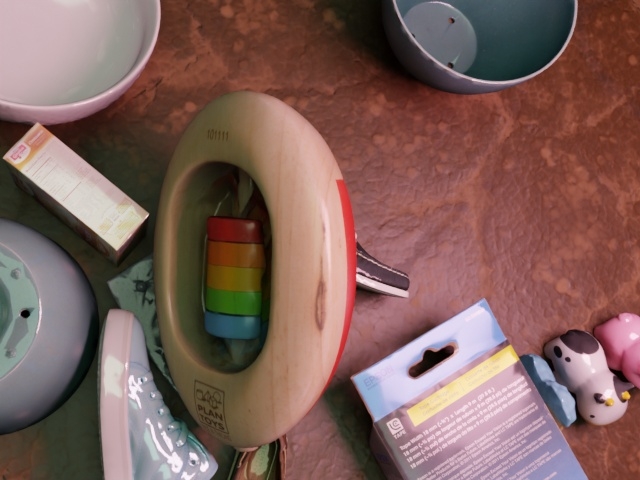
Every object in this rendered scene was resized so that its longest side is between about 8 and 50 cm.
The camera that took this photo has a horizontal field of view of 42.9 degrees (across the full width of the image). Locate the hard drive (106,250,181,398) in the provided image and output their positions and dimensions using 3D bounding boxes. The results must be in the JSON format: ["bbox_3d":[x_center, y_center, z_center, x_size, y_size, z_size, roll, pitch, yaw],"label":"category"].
[{"bbox_3d":[-0.166,0.122,1.154,0.172,0.054,0.254,-35,89,-17],"label":"hard drive"}]

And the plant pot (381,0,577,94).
[{"bbox_3d":[0.214,-0.344,1.256,0.290,0.195,0.290,3,79,-13],"label":"plant pot"}]

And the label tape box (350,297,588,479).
[{"bbox_3d":[0.209,0.288,1.187,0.241,0.106,0.333,-28,87,-16],"label":"label tape box"}]

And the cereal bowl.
[{"bbox_3d":[-0.399,-0.306,1.113,0.339,0.141,0.339,8,70,-24],"label":"cereal bowl"}]

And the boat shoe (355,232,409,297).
[{"bbox_3d":[0.000,0.000,1.186,0.302,0.114,0.091,22,81,-10],"label":"boat shoe"}]

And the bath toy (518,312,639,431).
[{"bbox_3d":[0.482,0.179,1.262,0.348,0.129,0.151,-22,86,-17],"label":"bath toy"}]

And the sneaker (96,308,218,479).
[{"bbox_3d":[-0.217,0.268,1.083,0.150,0.135,0.366,-4,92,-17],"label":"sneaker"}]

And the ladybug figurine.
[{"bbox_3d":[-0.074,0.042,1.028,0.162,0.305,0.449,-5,103,-49],"label":"ladybug figurine"}]

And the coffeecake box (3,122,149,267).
[{"bbox_3d":[-0.326,-0.057,1.101,0.185,0.142,0.068,40,73,-3],"label":"coffeecake box"}]

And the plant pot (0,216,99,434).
[{"bbox_3d":[-0.427,0.098,1.002,0.293,0.235,0.293,2,79,-13],"label":"plant pot"}]

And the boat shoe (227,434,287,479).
[{"bbox_3d":[-0.098,0.374,1.102,0.095,0.095,0.257,10,78,-12],"label":"boat shoe"}]
